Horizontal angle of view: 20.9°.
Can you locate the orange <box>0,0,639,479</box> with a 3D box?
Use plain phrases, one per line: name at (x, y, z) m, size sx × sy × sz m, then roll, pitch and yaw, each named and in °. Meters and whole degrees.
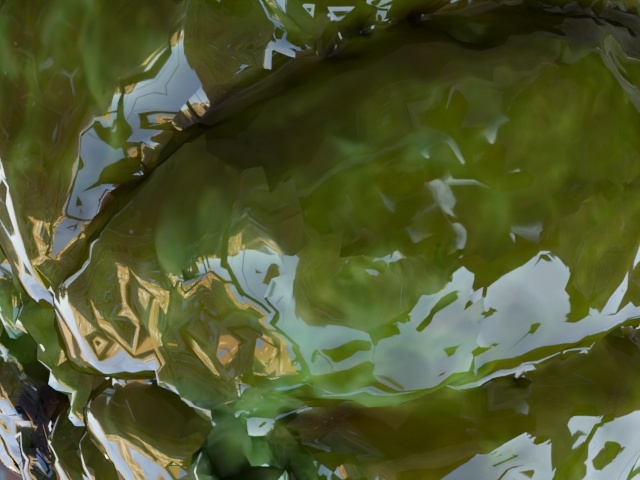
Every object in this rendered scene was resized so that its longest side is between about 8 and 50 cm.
orange at (0.000, 0.000, 0.544) m, size 0.223 × 0.300 × 0.301 m, roll -18°, pitch 166°, yaw -26°
